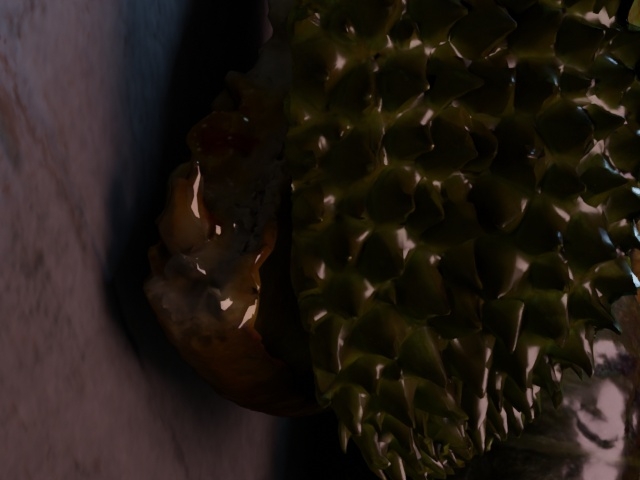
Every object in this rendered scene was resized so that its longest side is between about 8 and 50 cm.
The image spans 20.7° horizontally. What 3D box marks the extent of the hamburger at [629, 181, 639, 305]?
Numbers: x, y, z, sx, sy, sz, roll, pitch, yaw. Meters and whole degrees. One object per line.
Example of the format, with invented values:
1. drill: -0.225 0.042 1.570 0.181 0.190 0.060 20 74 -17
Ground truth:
1. hamburger: 0.327 -0.034 1.735 0.260 0.211 0.245 -46 130 -74

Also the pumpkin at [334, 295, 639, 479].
1. pumpkin: 0.108 0.122 0.990 0.260 0.189 0.260 15 90 -84

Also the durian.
1. durian: 0.046 -0.053 0.749 0.169 0.158 0.352 -145 -127 -70

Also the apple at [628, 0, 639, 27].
1. apple: 0.096 -0.131 1.019 0.188 0.173 0.207 -54 127 -67

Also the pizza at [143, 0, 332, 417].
1. pizza: -0.018 -0.042 0.783 0.251 0.074 0.288 -46 135 -67

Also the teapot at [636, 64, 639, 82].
1. teapot: 0.280 -0.284 1.533 0.300 0.253 0.344 25 69 -36
